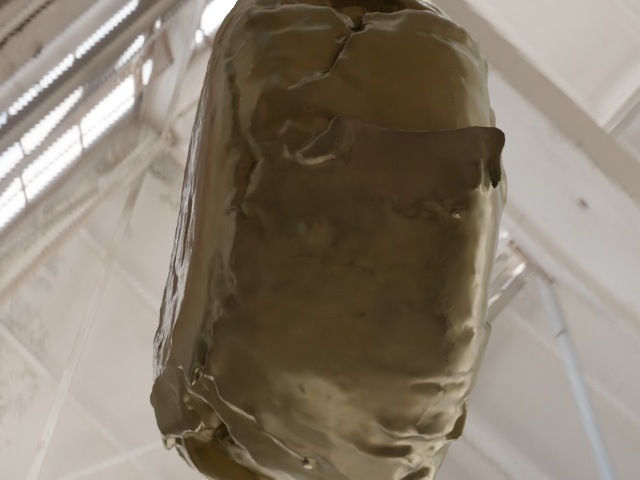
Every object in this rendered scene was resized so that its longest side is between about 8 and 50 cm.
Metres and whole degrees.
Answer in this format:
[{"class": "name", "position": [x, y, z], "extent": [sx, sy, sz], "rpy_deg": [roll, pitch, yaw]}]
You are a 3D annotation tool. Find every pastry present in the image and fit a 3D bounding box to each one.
[{"class": "pastry", "position": [0.000, 0.000, 0.425], "extent": [0.088, 0.166, 0.166], "rpy_deg": [9, -108, -8]}]
